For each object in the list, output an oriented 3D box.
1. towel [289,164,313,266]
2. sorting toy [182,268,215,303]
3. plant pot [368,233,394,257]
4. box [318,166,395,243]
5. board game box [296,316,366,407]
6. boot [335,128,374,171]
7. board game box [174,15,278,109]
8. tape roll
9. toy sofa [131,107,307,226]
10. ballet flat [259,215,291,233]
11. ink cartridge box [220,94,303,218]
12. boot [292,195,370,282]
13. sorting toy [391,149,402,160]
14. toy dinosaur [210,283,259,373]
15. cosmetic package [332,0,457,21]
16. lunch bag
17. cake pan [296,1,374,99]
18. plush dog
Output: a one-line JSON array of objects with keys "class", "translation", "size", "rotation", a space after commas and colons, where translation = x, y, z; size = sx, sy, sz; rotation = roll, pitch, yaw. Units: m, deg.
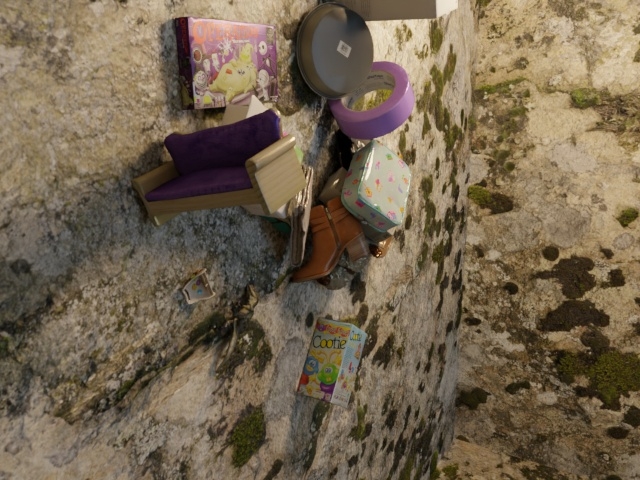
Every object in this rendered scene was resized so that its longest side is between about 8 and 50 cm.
[{"class": "towel", "translation": [-0.056, -0.071, 1.718], "size": [0.282, 0.049, 0.187], "rotation": [96, 2, -54]}, {"class": "sorting toy", "translation": [-0.315, 0.120, 1.453], "size": [0.075, 0.044, 0.083], "rotation": [-43, 134, -38]}, {"class": "plant pot", "translation": [0.214, -0.058, 2.244], "size": [0.237, 0.109, 0.238], "rotation": [12, 90, -71]}, {"class": "box", "translation": [0.137, -0.118, 1.981], "size": [0.275, 0.094, 0.113], "rotation": [36, 57, -15]}, {"class": "board game box", "translation": [0.043, 0.433, 2.051], "size": [0.144, 0.142, 0.276], "rotation": [41, 62, -56]}, {"class": "boot", "translation": [0.153, -0.231, 2.049], "size": [0.222, 0.118, 0.338], "rotation": [3, 63, -59]}, {"class": "board game box", "translation": [-0.225, -0.447, 1.465], "size": [0.346, 0.056, 0.208], "rotation": [-27, 116, -55]}, {"class": "tape roll", "translation": [0.170, -0.468, 1.917], "size": [0.275, 0.274, 0.090], "rotation": [-67, 148, -24]}, {"class": "toy sofa", "translation": [-0.225, -0.146, 1.214], "size": [0.150, 0.362, 0.177], "rotation": [-44, 122, -47]}, {"class": "ballet flat", "translation": [-0.129, -0.072, 1.715], "size": [0.168, 0.057, 0.053], "rotation": [39, 54, -57]}, {"class": "ink cartridge box", "translation": [-0.175, -0.209, 1.484], "size": [0.353, 0.119, 0.207], "rotation": [44, 58, -66]}, {"class": "boot", "translation": [0.000, 0.000, 1.878], "size": [0.220, 0.283, 0.109], "rotation": [63, 4, 0]}, {"class": "sorting toy", "translation": [0.242, -0.256, 2.331], "size": [0.347, 0.047, 0.196], "rotation": [-34, 130, -52]}, {"class": "toy dinosaur", "translation": [-0.239, 0.231, 1.595], "size": [0.268, 0.064, 0.118], "rotation": [-65, 153, -21]}, {"class": "cosmetic package", "translation": [0.239, -0.800, 1.863], "size": [0.197, 0.365, 0.155], "rotation": [-43, 133, -49]}, {"class": "lunch bag", "translation": [0.191, -0.171, 1.904], "size": [0.224, 0.107, 0.279], "rotation": [35, 54, -27]}, {"class": "cake pan", "translation": [0.057, -0.593, 1.806], "size": [0.293, 0.054, 0.294], "rotation": [-10, 106, -36]}, {"class": "plush dog", "translation": [0.086, 0.077, 2.027], "size": [0.226, 0.210, 0.262], "rotation": [-57, 150, 11]}]
